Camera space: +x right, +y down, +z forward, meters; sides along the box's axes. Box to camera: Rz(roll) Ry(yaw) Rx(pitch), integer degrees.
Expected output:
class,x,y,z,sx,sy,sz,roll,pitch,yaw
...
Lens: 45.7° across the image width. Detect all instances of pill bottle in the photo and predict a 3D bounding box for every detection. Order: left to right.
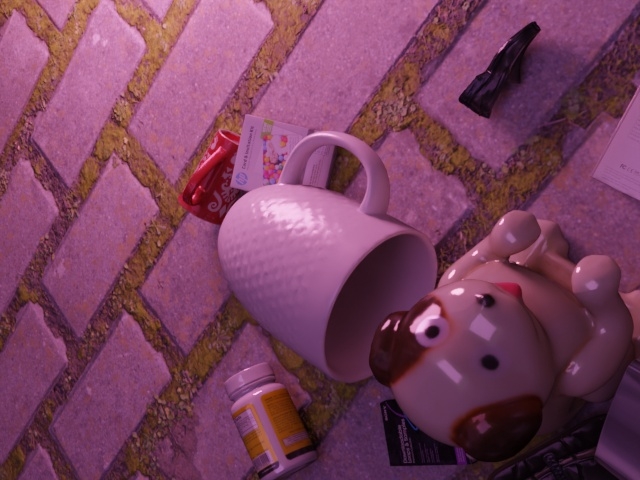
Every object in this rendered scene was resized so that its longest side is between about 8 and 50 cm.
class,x,y,z,sx,sy,sz,roll,pitch,yaw
pill bottle,-0.100,0.350,1.462,0.119,0.119,0.208,-38,69,29

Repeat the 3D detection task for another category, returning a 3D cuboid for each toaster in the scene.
class,x,y,z,sx,sy,sz,roll,pitch,yaw
toaster,0.459,0.243,0.982,0.110,0.186,0.168,33,119,49

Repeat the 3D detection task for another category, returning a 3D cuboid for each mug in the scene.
class,x,y,z,sx,sy,sz,roll,pitch,yaw
mug,-0.202,-0.126,1.530,0.113,0.150,0.169,27,105,-13
mug,0.000,0.000,1.293,0.328,0.276,0.374,30,113,37

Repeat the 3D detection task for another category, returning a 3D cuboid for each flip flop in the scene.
class,x,y,z,sx,sy,sz,roll,pitch,yaw
flip flop,0.378,0.337,1.138,0.277,0.080,0.112,-30,81,15

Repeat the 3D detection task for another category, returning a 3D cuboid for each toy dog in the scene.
class,x,y,z,sx,sy,sz,roll,pitch,yaw
toy dog,0.242,0.145,1.041,0.284,0.408,0.395,47,115,26

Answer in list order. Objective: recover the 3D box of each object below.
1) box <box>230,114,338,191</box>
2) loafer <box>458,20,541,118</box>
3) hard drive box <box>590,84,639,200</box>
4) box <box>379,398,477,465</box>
class,x,y,z,sx,sy,sz,roll,pitch,yaw
box,-0.068,-0.151,1.450,0.186,0.038,0.145,16,99,13
loafer,0.299,-0.274,1.223,0.061,0.062,0.170,42,118,4
hard drive box,0.516,-0.149,1.041,0.181,0.089,0.232,35,110,30
box,0.184,0.330,1.315,0.162,0.029,0.116,-14,82,36
